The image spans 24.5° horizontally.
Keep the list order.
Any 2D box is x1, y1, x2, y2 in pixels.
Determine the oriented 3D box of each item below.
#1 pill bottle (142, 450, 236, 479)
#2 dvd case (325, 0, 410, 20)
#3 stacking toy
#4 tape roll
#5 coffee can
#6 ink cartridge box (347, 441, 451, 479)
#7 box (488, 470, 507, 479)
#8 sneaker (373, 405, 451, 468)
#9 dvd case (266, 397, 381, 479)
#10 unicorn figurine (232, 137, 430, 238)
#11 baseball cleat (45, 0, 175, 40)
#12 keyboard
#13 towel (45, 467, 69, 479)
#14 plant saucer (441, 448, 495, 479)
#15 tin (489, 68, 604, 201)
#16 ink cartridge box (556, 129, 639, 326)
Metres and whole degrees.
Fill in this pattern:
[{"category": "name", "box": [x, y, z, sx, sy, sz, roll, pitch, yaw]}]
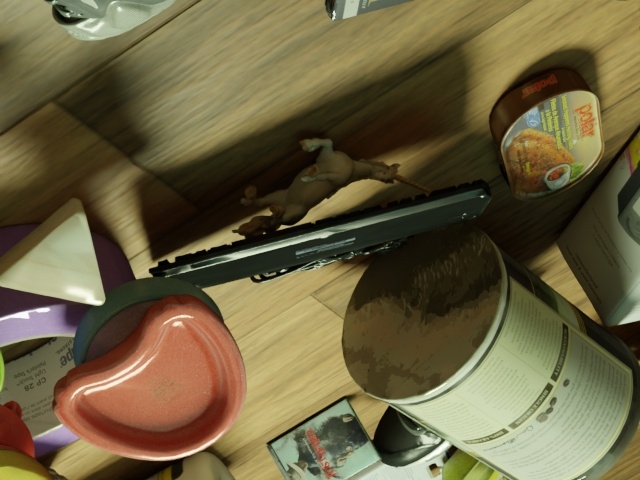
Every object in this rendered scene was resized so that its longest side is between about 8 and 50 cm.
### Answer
[{"category": "pill bottle", "box": [-0.237, 0.404, 1.747, 0.334, 0.188, 0.188, -28, 151, 3]}, {"category": "dvd case", "box": [0.115, -0.253, 1.134, 0.221, 0.018, 0.164, -17, 150, -17]}, {"category": "stacking toy", "box": [-0.236, 0.094, 1.195, 0.309, 0.130, 0.279, -30, 125, 1]}, {"category": "tape roll", "box": [-0.286, 0.103, 1.318, 0.274, 0.090, 0.275, -20, 151, -11]}, {"category": "coffee can", "box": [0.185, 0.128, 1.550, 0.201, 0.201, 0.275, -38, 132, 20]}, {"category": "ink cartridge box", "box": [0.079, 0.343, 2.052, 0.224, 0.045, 0.223, -28, 152, -2]}, {"category": "box", "box": [0.309, 0.287, 2.044, 0.232, 0.058, 0.087, -58, 154, 10]}, {"category": "sneaker", "box": [0.139, 0.157, 1.763, 0.124, 0.107, 0.283, 21, 119, -42]}, {"category": "dvd case", "box": [0.004, 0.262, 1.818, 0.119, 0.087, 0.013, -32, 170, 11]}, {"category": "unicorn figurine", "box": [0.000, -0.051, 1.341, 0.162, 0.060, 0.111, -22, 164, 22]}, {"category": "baseball cleat", "box": [-0.177, -0.172, 0.975, 0.206, 0.072, 0.109, -1, 149, -32]}, {"category": "keyboard", "box": [0.000, 0.000, 1.376, 0.317, 0.033, 0.201, -14, 170, -4]}, {"category": "towel", "box": [-0.302, 0.290, 1.482, 0.235, 0.121, 0.283, 0, 169, 37]}, {"category": "plant saucer", "box": [0.239, 0.302, 2.067, 0.188, 0.045, 0.188, -47, 153, -10]}, {"category": "tin", "box": [0.225, -0.103, 1.453, 0.106, 0.040, 0.190, -23, 151, 2]}, {"category": "ink cartridge box", "box": [0.433, -0.054, 1.604, 0.226, 0.131, 0.306, -7, 144, -31]}]
